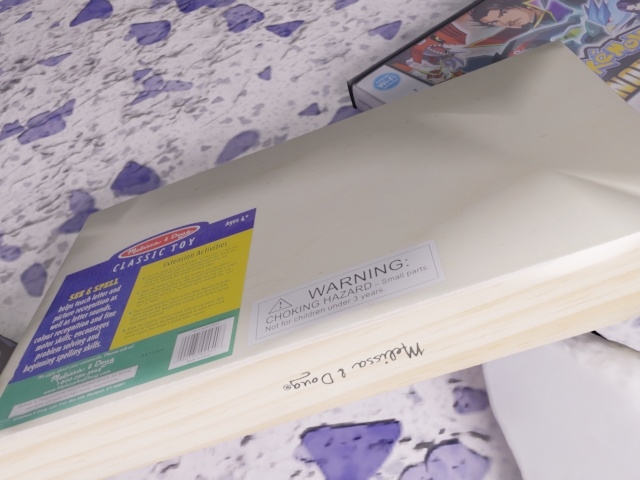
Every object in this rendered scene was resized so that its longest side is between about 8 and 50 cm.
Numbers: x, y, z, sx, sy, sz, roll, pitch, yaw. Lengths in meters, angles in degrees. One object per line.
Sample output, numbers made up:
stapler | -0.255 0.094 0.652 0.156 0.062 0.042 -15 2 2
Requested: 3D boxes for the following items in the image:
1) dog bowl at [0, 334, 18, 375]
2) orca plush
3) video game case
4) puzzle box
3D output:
dog bowl | -0.339 0.176 0.474 0.349 0.102 0.349 -9 46 10
orca plush | 0.198 0.125 0.335 0.102 0.151 0.287 0 16 -32
video game case | 0.203 -0.151 0.646 0.275 0.035 0.248 -35 46 -15
puzzle box | 0.000 0.000 0.482 0.409 0.052 0.272 -19 29 11
